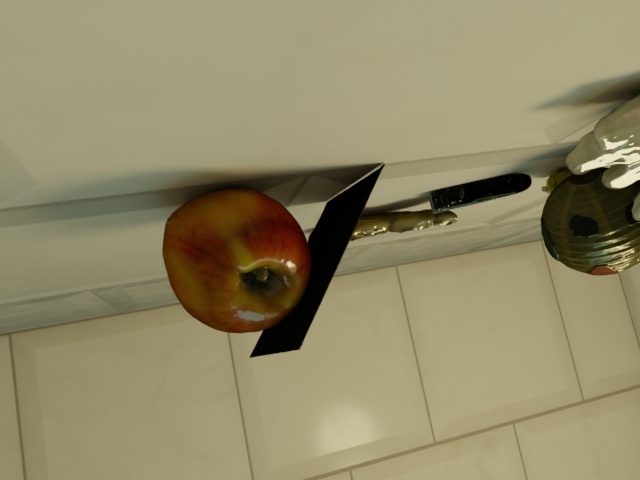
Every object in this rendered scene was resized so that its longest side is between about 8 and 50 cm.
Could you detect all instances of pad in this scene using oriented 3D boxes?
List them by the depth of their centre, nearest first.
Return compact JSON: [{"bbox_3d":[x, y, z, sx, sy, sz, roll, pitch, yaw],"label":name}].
[{"bbox_3d":[-0.009,0.042,0.990,0.007,0.368,0.247,33,155,-14],"label":"pad"}]

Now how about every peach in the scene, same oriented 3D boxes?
[{"bbox_3d":[-0.147,0.028,0.926,0.280,0.238,0.281,32,179,0],"label":"peach"}]

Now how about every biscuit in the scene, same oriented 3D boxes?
[{"bbox_3d":[0.182,-0.046,1.365,0.298,0.045,0.154,-8,-169,-6],"label":"biscuit"}]

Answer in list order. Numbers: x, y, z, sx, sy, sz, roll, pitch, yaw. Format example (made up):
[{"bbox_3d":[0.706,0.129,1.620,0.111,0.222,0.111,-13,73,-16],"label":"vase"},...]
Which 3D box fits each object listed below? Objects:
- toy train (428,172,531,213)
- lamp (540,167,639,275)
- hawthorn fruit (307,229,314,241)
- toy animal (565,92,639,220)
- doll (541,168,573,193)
[{"bbox_3d":[0.375,-0.113,1.281,0.233,0.052,0.051,-13,174,6],"label":"toy train"},{"bbox_3d":[0.612,-0.065,1.203,0.250,0.285,0.250,-24,-159,10],"label":"lamp"},{"bbox_3d":[0.005,0.000,1.470,0.077,0.077,0.077,-11,171,-2],"label":"hawthorn fruit"},{"bbox_3d":[0.539,-0.170,0.898,0.307,0.188,0.266,-4,149,5],"label":"toy animal"},{"bbox_3d":[0.618,-0.143,1.365,0.106,0.062,0.162,-18,167,32],"label":"doll"}]
